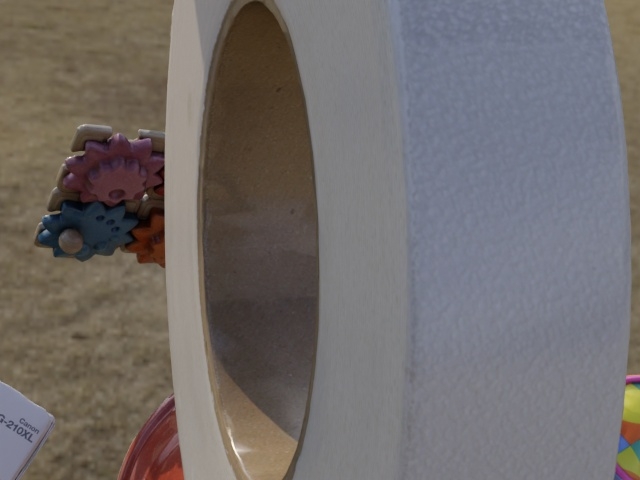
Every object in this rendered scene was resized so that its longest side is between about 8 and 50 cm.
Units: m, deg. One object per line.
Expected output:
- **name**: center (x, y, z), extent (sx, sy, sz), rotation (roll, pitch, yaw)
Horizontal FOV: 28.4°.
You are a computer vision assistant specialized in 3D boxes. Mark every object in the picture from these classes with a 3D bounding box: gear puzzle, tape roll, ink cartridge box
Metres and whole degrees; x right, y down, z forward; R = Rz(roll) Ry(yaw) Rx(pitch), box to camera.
- **gear puzzle**: center (-0.075, -0.018, 1.130), extent (0.339, 0.175, 0.044), rotation (4, 51, -28)
- **tape roll**: center (0.000, 0.000, 0.519), extent (0.072, 0.392, 0.392), rotation (-1, 26, -16)
- **ink cartridge box**: center (-0.368, 0.186, 1.209), extent (0.172, 0.237, 0.100), rotation (35, 61, -8)

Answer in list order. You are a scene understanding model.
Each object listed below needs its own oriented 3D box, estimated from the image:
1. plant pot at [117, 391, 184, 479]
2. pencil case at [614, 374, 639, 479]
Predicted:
- **plant pot**: center (-0.018, 0.243, 0.940), extent (0.272, 0.272, 0.265), rotation (4, 5, -9)
- **pencil case**: center (0.217, 0.195, 1.010), extent (0.104, 0.236, 0.104), rotation (6, 58, -9)
